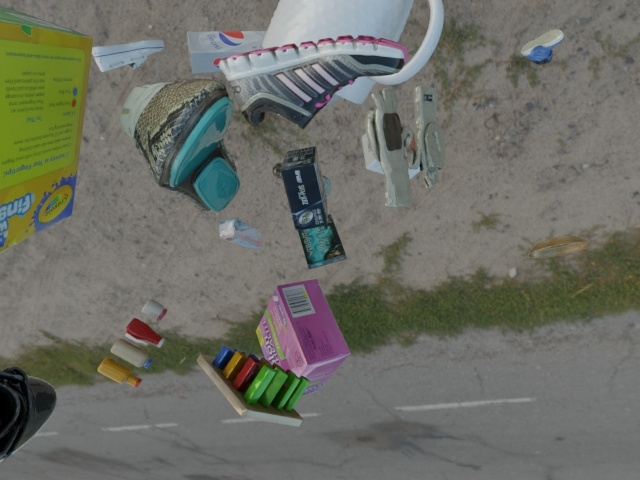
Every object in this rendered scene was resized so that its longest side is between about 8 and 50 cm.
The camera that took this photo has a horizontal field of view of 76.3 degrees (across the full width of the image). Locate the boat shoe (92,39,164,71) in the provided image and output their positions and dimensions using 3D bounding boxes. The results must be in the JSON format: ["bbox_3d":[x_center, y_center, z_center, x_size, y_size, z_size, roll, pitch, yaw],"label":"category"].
[{"bbox_3d":[-0.593,-0.577,1.275,0.083,0.226,0.075,23,131,43],"label":"boat shoe"}]

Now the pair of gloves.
[{"bbox_3d":[0.161,-0.177,0.751,0.042,0.240,0.204,-2,107,42],"label":"pair of gloves"}]

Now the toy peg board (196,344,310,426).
[{"bbox_3d":[-0.109,0.245,0.739,0.161,0.079,0.161,29,173,42],"label":"toy peg board"}]

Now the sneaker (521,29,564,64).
[{"bbox_3d":[0.733,-0.617,1.313,0.085,0.058,0.152,28,174,-19],"label":"sneaker"}]

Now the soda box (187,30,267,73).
[{"bbox_3d":[-0.295,-0.636,1.375,0.287,0.091,0.098,-10,163,-17],"label":"soda box"}]

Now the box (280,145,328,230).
[{"bbox_3d":[-0.034,-0.127,0.958,0.078,0.180,0.147,-10,115,5],"label":"box"}]

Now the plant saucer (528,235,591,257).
[{"bbox_3d":[0.352,0.008,0.606,0.084,0.015,0.083,-4,163,-1],"label":"plant saucer"}]

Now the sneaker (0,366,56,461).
[{"bbox_3d":[-0.323,0.176,0.396,0.147,0.104,0.295,-15,167,1],"label":"sneaker"}]

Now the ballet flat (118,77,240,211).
[{"bbox_3d":[-0.247,-0.167,0.716,0.182,0.164,0.483,38,169,-2],"label":"ballet flat"}]

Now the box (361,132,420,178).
[{"bbox_3d":[0.230,-0.281,1.291,0.171,0.129,0.091,10,150,-28],"label":"box"}]

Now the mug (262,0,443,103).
[{"bbox_3d":[0.094,-0.493,0.890,0.374,0.276,0.328,43,117,23],"label":"mug"}]

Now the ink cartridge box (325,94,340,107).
[{"bbox_3d":[-0.064,-0.496,1.290,0.213,0.093,0.154,8,130,40],"label":"ink cartridge box"}]

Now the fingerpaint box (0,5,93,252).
[{"bbox_3d":[-0.546,-0.156,0.598,0.163,0.444,0.370,17,111,-7],"label":"fingerpaint box"}]

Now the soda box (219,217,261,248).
[{"bbox_3d":[-0.264,-0.020,1.368,0.058,0.062,0.183,-10,165,18],"label":"soda box"}]

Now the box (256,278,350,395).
[{"bbox_3d":[-0.057,0.258,1.045,0.118,0.213,0.242,-7,145,-28],"label":"box"}]

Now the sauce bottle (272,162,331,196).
[{"bbox_3d":[-0.096,-0.267,1.775,0.344,0.111,0.111,28,158,47],"label":"sauce bottle"}]

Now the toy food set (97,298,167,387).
[{"bbox_3d":[-0.455,0.255,1.064,0.105,0.232,0.111,34,128,-9],"label":"toy food set"}]

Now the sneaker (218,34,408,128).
[{"bbox_3d":[-0.005,-0.146,0.383,0.171,0.063,0.074,-6,118,6],"label":"sneaker"}]

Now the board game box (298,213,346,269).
[{"bbox_3d":[0.000,0.000,1.321,0.126,0.186,0.026,-16,140,-3],"label":"board game box"}]
